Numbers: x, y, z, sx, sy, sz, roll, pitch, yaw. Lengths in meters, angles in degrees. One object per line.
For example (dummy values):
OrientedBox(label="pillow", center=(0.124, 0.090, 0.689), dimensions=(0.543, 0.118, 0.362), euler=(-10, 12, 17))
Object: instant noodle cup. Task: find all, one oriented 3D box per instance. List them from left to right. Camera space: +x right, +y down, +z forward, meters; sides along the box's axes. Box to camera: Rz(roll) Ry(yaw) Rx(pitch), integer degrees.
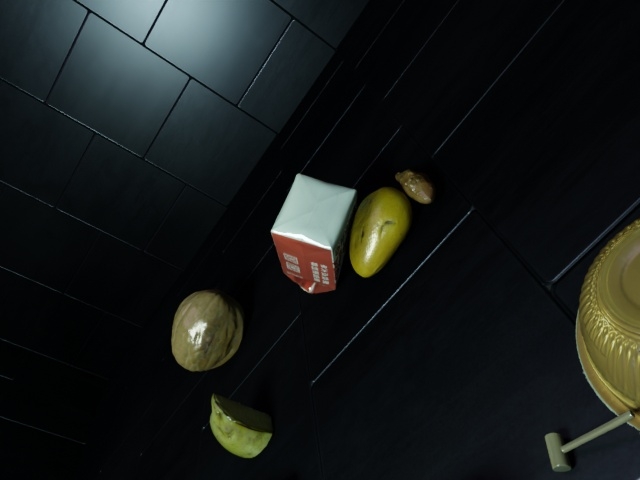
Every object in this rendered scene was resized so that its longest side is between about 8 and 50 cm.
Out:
OrientedBox(label="instant noodle cup", center=(0.343, 0.051, 0.461), dimensions=(0.274, 0.091, 0.274), euler=(-45, 26, 30))

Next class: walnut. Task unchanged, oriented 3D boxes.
OrientedBox(label="walnut", center=(-0.349, 0.277, 1.514), dimensions=(0.260, 0.225, 0.225), euler=(-71, 21, 6))

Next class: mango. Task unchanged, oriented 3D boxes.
OrientedBox(label="mango", center=(0.118, -0.017, 1.026), dimensions=(0.137, 0.098, 0.195), euler=(7, 74, 62))

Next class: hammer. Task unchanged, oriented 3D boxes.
OrientedBox(label="hammer", center=(0.269, 0.196, 0.496), dimensions=(0.035, 0.019, 0.110), euler=(-84, 16, -46))

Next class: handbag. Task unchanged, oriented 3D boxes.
OrientedBox(label="handbag", center=(0.000, 0.000, 1.144), dimensions=(0.298, 0.151, 0.171), euler=(79, -150, -62))

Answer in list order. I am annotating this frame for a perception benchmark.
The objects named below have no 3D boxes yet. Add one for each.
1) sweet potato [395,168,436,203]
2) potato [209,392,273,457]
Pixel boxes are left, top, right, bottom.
OrientedBox(label="sweet potato", center=(0.196, -0.120, 1.032), dimensions=(0.060, 0.068, 0.206), euler=(-39, 17, 4))
OrientedBox(label="potato", center=(-0.195, 0.425, 1.077), dimensions=(0.120, 0.149, 0.081), euler=(-58, 16, 10))
